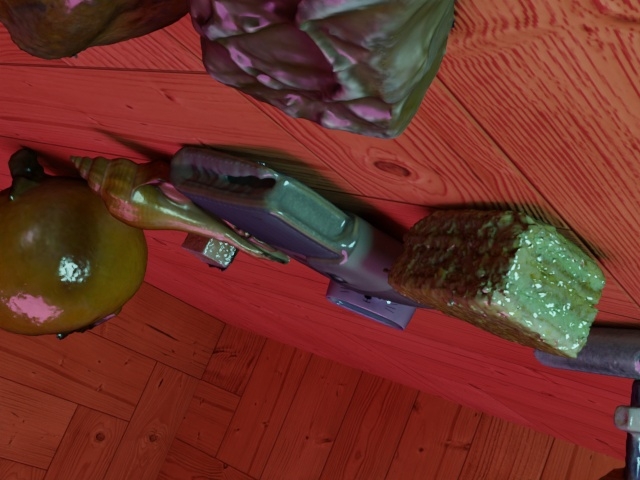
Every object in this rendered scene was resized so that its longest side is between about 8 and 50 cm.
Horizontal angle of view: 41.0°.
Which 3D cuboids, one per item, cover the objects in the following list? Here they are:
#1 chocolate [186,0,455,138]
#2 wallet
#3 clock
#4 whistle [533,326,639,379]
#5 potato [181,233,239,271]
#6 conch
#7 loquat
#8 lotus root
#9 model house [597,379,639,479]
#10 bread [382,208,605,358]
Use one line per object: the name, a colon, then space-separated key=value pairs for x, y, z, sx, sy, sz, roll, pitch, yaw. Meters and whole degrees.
chocolate: x=-0.003 y=-0.134 z=0.446 sx=0.148 sy=0.093 sz=0.214 roll=20 pitch=168 yaw=10
wallet: x=0.000 y=0.000 z=1.079 sx=0.360 sy=0.083 sz=0.252 roll=31 pitch=172 yaw=-37
clock: x=0.081 y=0.095 z=1.406 sx=0.153 sy=0.050 sz=0.110 roll=21 pitch=168 yaw=10
whistle: x=0.365 y=0.134 z=1.014 sx=0.062 sy=0.062 sz=0.312 roll=27 pitch=168 yaw=-18
potato: x=-0.173 y=-0.001 z=1.390 sx=0.061 sy=0.086 sz=0.122 roll=26 pitch=174 yaw=-25
conch: x=-0.189 y=-0.051 z=1.187 sx=0.330 sy=0.109 sz=0.093 roll=21 pitch=-154 yaw=-11
loquat: x=-0.493 y=0.008 z=1.563 sx=0.328 sy=0.328 sz=0.359 roll=0 pitch=110 yaw=63
lotus root: x=-0.160 y=-0.174 z=0.581 sx=0.159 sy=0.095 sz=0.135 roll=24 pitch=166 yaw=-32
model house: x=0.439 y=0.290 z=0.996 sx=0.237 sy=0.237 sz=0.202 roll=8 pitch=-178 yaw=-33
bread: x=0.170 y=0.036 z=0.852 sx=0.138 sy=0.102 sz=0.196 roll=31 pitch=169 yaw=-24
